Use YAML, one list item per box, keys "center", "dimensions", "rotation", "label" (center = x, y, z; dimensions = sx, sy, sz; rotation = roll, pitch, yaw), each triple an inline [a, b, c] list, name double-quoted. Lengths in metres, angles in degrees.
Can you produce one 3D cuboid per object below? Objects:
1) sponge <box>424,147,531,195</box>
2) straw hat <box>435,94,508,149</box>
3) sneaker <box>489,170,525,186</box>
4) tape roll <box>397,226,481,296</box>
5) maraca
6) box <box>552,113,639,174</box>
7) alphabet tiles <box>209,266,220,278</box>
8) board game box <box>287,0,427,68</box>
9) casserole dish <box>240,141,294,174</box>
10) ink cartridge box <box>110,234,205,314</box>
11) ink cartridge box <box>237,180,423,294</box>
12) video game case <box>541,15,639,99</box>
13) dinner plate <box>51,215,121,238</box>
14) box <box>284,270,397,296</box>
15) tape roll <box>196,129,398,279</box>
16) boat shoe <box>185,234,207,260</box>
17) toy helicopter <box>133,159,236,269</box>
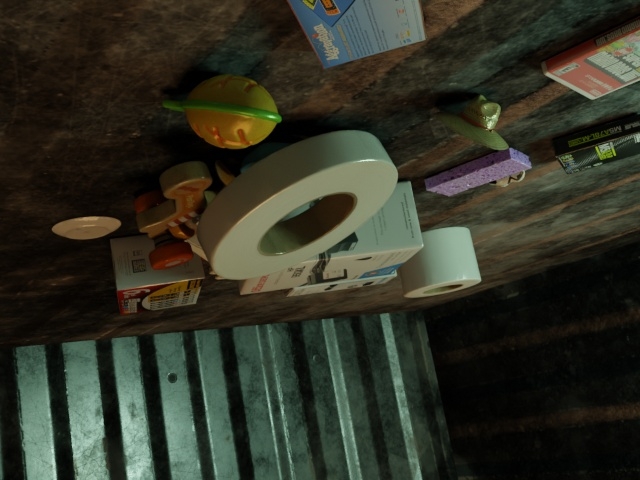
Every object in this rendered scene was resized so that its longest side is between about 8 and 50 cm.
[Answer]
- center: [0.352, -0.151, 1.632]
  dimensions: [0.210, 0.031, 0.117]
  rotation: [-19, 165, 33]
  label: "sponge"
- center: [0.270, -0.212, 1.232]
  dimensions: [0.144, 0.144, 0.061]
  rotation: [1, 124, -42]
  label: "straw hat"
- center: [0.430, -0.149, 1.684]
  dimensions: [0.043, 0.040, 0.109]
  rotation: [-2, 164, -23]
  label: "sneaker"
- center: [0.366, 0.072, 2.285]
  dimensions: [0.246, 0.169, 0.246]
  rotation: [-11, 167, -3]
  label: "tape roll"
- center: [-0.136, -0.178, 1.007]
  dimensions: [0.185, 0.099, 0.127]
  rotation: [13, -176, 42]
  label: "maraca"
- center: [0.611, -0.205, 1.580]
  dimensions: [0.184, 0.045, 0.190]
  rotation: [-14, 167, 23]
  label: "box"
- center: [-0.181, 0.070, 2.172]
  dimensions: [0.284, 0.021, 0.278]
  rotation: [0, 164, -37]
  label: "alphabet tiles"
- center: [0.039, -0.284, 0.836]
  dimensions: [0.145, 0.027, 0.281]
  rotation: [-14, 166, 10]
  label: "board game box"
- center: [-0.061, -0.144, 1.329]
  dimensions: [0.188, 0.037, 0.114]
  rotation: [-2, 164, -36]
  label: "casserole dish"
- center: [-0.374, 0.078, 1.818]
  dimensions: [0.271, 0.130, 0.309]
  rotation: [-8, 166, -15]
  label: "ink cartridge box"
- center: [0.000, 0.000, 1.696]
  dimensions: [0.394, 0.166, 0.285]
  rotation: [-7, 166, -12]
  label: "ink cartridge box"
- center: [0.516, -0.304, 1.130]
  dimensions: [0.285, 0.025, 0.204]
  rotation: [-22, 163, 39]
  label: "video game case"
- center: [-0.494, -0.023, 1.545]
  dimensions: [0.141, 0.017, 0.141]
  rotation: [-10, 165, -3]
  label: "dinner plate"
- center: [0.039, 0.042, 1.905]
  dimensions: [0.289, 0.169, 0.087]
  rotation: [-5, 166, -18]
  label: "box"
- center: [-0.039, -0.056, 1.349]
  dimensions: [0.392, 0.072, 0.392]
  rotation: [-26, 161, -10]
  label: "tape roll"
- center: [-0.270, -0.022, 1.601]
  dimensions: [0.081, 0.079, 0.227]
  rotation: [-46, 144, 3]
  label: "boat shoe"
- center: [-0.217, -0.068, 1.307]
  dimensions: [0.234, 0.140, 0.355]
  rotation: [-16, 170, -11]
  label: "toy helicopter"
